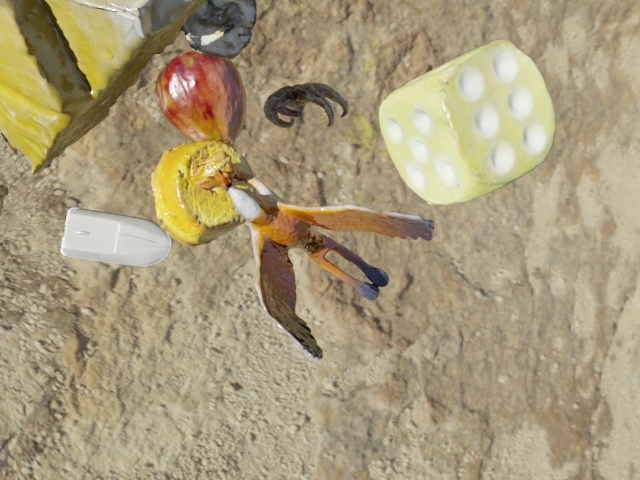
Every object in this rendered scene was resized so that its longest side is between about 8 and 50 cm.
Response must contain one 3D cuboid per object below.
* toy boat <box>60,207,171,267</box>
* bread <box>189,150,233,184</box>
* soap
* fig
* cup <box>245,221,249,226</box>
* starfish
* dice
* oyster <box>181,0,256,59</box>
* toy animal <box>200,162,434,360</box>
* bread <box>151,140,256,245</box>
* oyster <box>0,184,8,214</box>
[{"bbox_3d":[-0.544,-0.002,1.691,0.269,0.141,0.140,11,83,-27],"label":"toy boat"},{"bbox_3d":[-0.234,-0.157,1.363,0.083,0.111,0.044,-42,110,-32],"label":"bread"},{"bbox_3d":[-0.237,-0.172,0.692,0.169,0.304,0.338,-55,161,-27],"label":"soap"},{"bbox_3d":[-0.301,-0.359,1.625,0.224,0.224,0.263,-46,131,-25],"label":"fig"},{"bbox_3d":[-0.192,-0.080,1.958,0.102,0.099,0.074,-33,136,-33],"label":"cup"},{"bbox_3d":[-0.024,-0.252,1.162,0.146,0.190,0.074,-6,108,6],"label":"starfish"},{"bbox_3d":[0.195,-0.155,0.850,0.166,0.169,0.169,-32,101,-19],"label":"dice"},{"bbox_3d":[-0.179,-0.448,0.971,0.129,0.078,0.345,-12,95,-5],"label":"oyster"},{"bbox_3d":[-0.018,-0.015,0.906,0.302,0.284,0.225,39,93,2],"label":"toy animal"},{"bbox_3d":[-0.274,-0.122,1.502,0.268,0.146,0.268,8,78,-43],"label":"bread"},{"bbox_3d":[-0.476,-0.040,0.823,0.072,0.209,0.133,40,75,-10],"label":"oyster"}]
